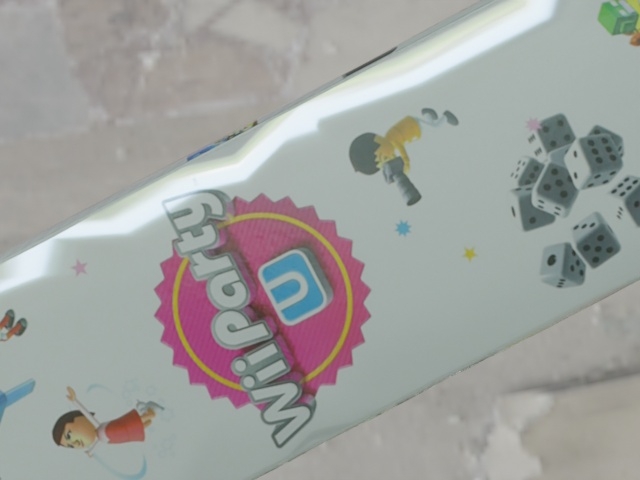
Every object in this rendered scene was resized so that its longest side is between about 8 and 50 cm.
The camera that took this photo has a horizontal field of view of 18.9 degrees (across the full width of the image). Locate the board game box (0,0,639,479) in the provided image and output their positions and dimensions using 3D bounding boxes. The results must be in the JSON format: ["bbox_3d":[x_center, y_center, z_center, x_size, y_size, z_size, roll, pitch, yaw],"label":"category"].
[{"bbox_3d":[0.000,0.000,0.642,0.303,0.097,0.224,-27,-177,3],"label":"board game box"}]
